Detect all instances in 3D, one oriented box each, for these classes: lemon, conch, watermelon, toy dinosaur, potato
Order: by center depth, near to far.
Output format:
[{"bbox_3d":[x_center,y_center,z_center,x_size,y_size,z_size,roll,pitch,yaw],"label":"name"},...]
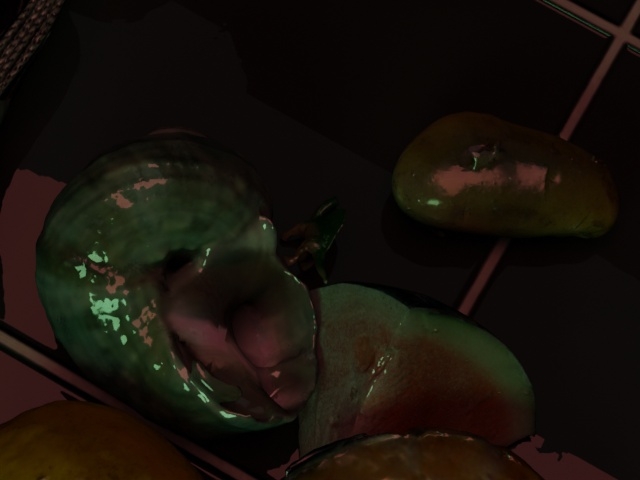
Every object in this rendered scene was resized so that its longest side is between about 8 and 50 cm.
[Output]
[{"bbox_3d":[-0.164,0.208,1.418,0.207,0.170,0.170,40,72,23],"label":"lemon"},{"bbox_3d":[-0.110,0.018,1.497,0.220,0.195,0.277,5,47,-14],"label":"conch"},{"bbox_3d":[0.063,0.122,1.534,0.207,0.136,0.202,33,110,-20],"label":"watermelon"},{"bbox_3d":[0.000,0.000,1.548,0.060,0.119,0.029,-44,108,10],"label":"toy dinosaur"},{"bbox_3d":[0.153,-0.048,1.578,0.188,0.085,0.105,13,72,-5],"label":"potato"}]

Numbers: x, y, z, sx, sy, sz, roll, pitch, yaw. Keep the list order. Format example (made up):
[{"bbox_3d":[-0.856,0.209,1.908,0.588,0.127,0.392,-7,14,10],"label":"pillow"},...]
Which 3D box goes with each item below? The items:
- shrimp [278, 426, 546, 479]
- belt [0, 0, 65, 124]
[{"bbox_3d":[0.019,0.328,1.400,0.272,0.085,0.445,41,73,-12],"label":"shrimp"},{"bbox_3d":[-0.284,-0.095,1.556,0.126,0.094,0.359,19,72,-2],"label":"belt"}]
